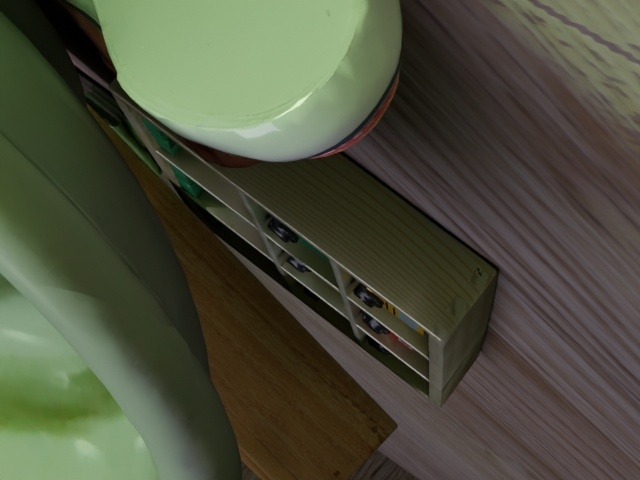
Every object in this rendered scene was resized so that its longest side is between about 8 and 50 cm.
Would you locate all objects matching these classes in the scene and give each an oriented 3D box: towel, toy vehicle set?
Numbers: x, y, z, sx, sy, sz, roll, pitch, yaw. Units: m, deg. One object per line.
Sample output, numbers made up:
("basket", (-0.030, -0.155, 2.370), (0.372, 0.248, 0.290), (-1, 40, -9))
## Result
("towel", (-0.165, -0.101, 1.126), (0.152, 0.023, 0.113), (34, 175, 14))
("toy vehicle set", (0.000, 0.000, 0.818), (0.166, 0.035, 0.267), (37, 174, 10))

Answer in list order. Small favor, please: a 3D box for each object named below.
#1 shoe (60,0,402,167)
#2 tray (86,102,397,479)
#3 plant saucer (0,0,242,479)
("shoe", (-0.016, -0.050, 0.442), (0.081, 0.063, 0.178), (41, 179, -37))
("tray", (-0.145, -0.040, 0.935), (0.411, 0.076, 0.203), (48, 175, -21))
("plant saucer", (-0.182, -0.046, 0.533), (0.400, 0.100, 0.400), (25, 156, 12))
